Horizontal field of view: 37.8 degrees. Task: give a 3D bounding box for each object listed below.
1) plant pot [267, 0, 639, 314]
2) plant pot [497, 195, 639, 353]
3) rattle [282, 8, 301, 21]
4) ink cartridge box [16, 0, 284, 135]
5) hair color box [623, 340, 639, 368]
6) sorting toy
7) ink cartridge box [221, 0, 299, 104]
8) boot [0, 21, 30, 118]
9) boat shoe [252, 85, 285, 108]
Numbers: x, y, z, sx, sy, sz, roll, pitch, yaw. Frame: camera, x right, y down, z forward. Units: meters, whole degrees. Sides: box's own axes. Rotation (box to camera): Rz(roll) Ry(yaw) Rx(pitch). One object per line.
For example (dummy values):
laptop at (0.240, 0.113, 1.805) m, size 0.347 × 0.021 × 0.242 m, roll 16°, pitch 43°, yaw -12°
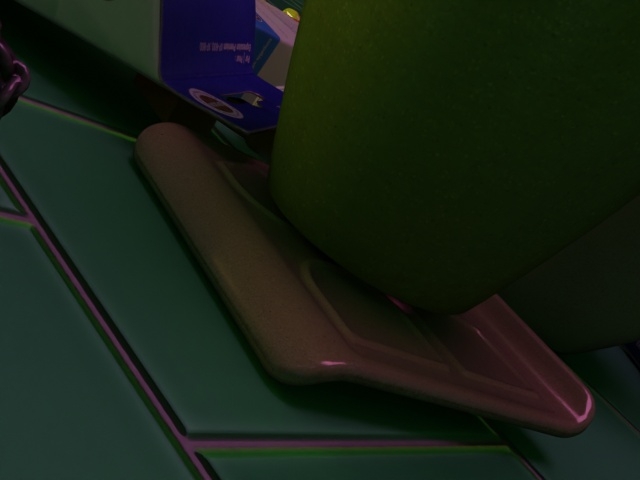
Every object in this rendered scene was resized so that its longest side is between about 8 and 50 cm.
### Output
plant pot at (0.105, -0.115, 0.483) m, size 0.274 × 0.294 × 0.275 m, roll 29°, pitch 19°, yaw -11°
plant pot at (0.216, -0.019, 0.781) m, size 0.284 × 0.191 × 0.284 m, roll 34°, pitch 16°, yaw -11°
rattle at (-0.068, -0.249, 0.958) m, size 0.199 × 0.142 × 0.130 m, roll 37°, pitch 32°, yaw -23°
ink cartridge box at (-0.166, -0.189, 0.613) m, size 0.371 × 0.069 × 0.176 m, roll 33°, pitch 17°, yaw 6°
hair color box at (0.408, 0.101, 1.013) m, size 0.174 × 0.105 × 0.347 m, roll 32°, pitch 16°, yaw -13°
sorting toy at (0.000, 0.000, 0.554) m, size 0.229 × 0.041 × 0.307 m, roll 17°, pitch 24°, yaw -41°
ink cartridge box at (-0.047, -0.159, 0.832) m, size 0.231 × 0.078 × 0.134 m, roll 17°, pitch 26°, yaw -51°
boot at (-0.185, -0.085, 0.254) m, size 0.229 × 0.091 × 0.263 m, roll 22°, pitch 19°, yaw -41°
boat shoe at (0.021, -0.045, 0.694) m, size 0.184 × 0.066 × 0.063 m, roll 45°, pitch 14°, yaw -4°
